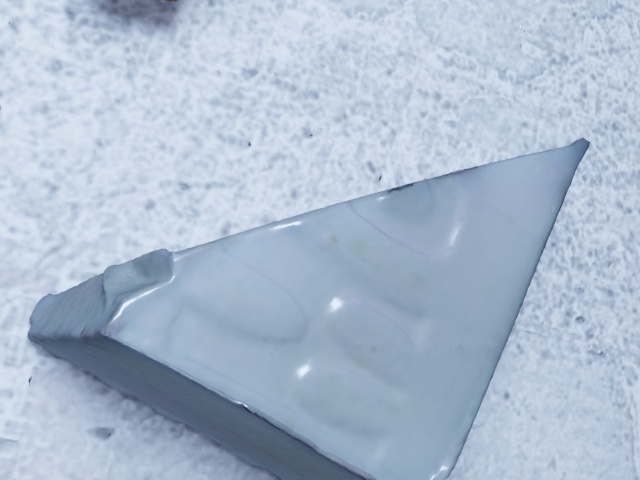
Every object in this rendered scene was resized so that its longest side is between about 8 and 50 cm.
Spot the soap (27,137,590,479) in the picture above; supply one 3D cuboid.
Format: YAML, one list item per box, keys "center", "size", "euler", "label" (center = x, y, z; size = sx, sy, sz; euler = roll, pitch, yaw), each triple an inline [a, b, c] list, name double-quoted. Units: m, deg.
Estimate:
- center: [0.000, 0.000, 0.584]
  size: [0.258, 0.159, 0.302]
  euler: [33, 70, -18]
  label: "soap"
